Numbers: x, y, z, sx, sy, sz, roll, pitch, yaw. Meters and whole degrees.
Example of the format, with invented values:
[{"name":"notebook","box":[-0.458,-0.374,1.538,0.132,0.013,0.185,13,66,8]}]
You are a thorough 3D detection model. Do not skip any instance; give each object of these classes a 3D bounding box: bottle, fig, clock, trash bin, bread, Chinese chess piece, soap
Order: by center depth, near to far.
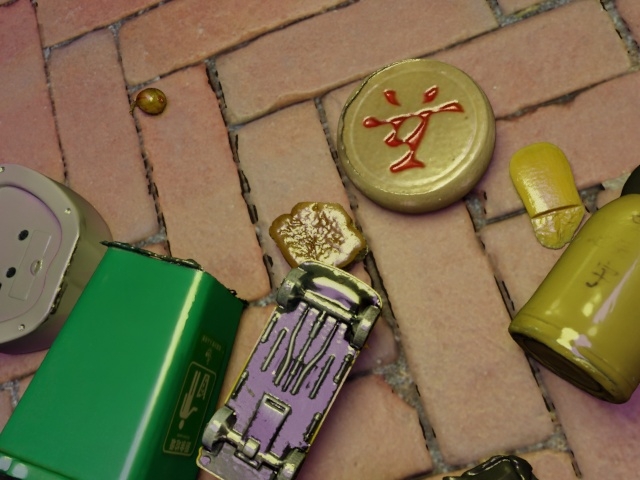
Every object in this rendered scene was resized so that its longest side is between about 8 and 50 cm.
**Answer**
[{"name":"bottle","box":[0.424,0.033,0.828,0.172,0.171,0.351,37,83,20]},{"name":"trash bin","box":[-0.290,0.215,0.906,0.296,0.259,0.380,14,71,17]},{"name":"soap","box":[0.351,-0.073,0.945,0.089,0.033,0.168,-21,71,9]},{"name":"Chinese chess piece","box":[0.151,-0.165,0.984,0.250,0.103,0.249,-4,74,14]},{"name":"bread","box":[0.000,0.000,0.987,0.128,0.069,0.140,-40,70,-2]},{"name":"clock","box":[-0.543,0.033,1.087,0.339,0.102,0.338,-4,73,12]},{"name":"fig","box":[-0.328,-0.257,1.156,0.083,0.050,0.050,-10,71,30]}]

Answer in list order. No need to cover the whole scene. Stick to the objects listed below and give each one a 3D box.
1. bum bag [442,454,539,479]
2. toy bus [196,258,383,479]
[{"name":"bum bag","box":[0.301,0.404,0.792,0.326,0.080,0.142,37,89,19]},{"name":"toy bus","box":[-0.033,0.198,0.893,0.144,0.152,0.330,27,84,13]}]
